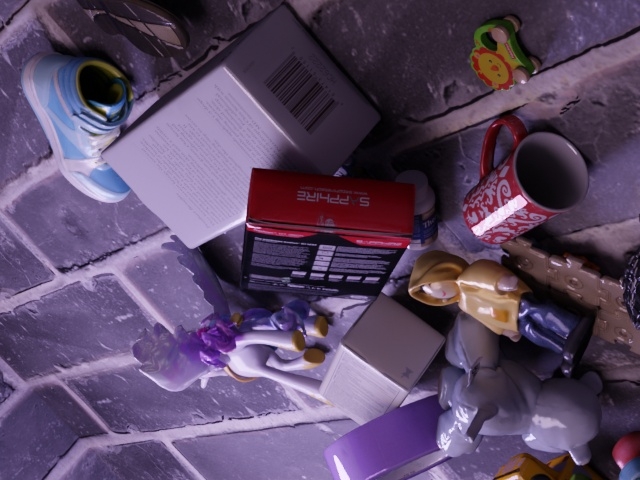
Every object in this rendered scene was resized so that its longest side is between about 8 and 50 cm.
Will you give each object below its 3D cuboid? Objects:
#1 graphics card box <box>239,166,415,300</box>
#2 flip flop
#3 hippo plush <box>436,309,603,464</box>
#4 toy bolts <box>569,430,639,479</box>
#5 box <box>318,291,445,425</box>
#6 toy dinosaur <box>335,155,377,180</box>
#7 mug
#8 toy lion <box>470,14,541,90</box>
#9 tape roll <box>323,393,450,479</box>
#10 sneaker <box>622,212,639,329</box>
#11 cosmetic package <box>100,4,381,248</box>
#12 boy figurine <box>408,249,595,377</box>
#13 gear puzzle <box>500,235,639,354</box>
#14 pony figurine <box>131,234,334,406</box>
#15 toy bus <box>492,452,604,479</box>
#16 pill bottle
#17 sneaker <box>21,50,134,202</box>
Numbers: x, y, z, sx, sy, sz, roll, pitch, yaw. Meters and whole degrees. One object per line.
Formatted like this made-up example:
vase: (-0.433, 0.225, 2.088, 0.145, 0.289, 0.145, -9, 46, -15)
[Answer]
graphics card box: (0.000, 0.000, 1.762, 0.233, 0.094, 0.371, 5, 162, -3)
flip flop: (-0.291, -0.363, 1.854, 0.277, 0.080, 0.112, 26, 153, 49)
hippo plush: (0.324, 0.231, 1.864, 0.237, 0.234, 0.294, 7, 164, -3)
toy bolts: (0.487, 0.442, 1.860, 0.218, 0.158, 0.228, 38, 110, -3)
box: (0.101, 0.223, 2.064, 0.148, 0.121, 0.311, 36, 157, 7)
toy dinosaur: (0.051, -0.102, 1.845, 0.090, 0.047, 0.082, 42, 168, -22)
mug: (0.273, -0.080, 1.608, 0.113, 0.150, 0.169, 8, 158, -18)
toy lion: (0.227, -0.236, 1.509, 0.096, 0.034, 0.100, 6, 135, 53)
tape roll: (0.147, 0.364, 2.087, 0.090, 0.275, 0.275, 66, 153, 18)
sneaker: (0.467, -0.001, 1.503, 0.108, 0.100, 0.271, -3, 131, -9)
cosmetic package: (-0.138, -0.162, 1.850, 0.230, 0.161, 0.453, 48, 147, -14)
boy figurine: (0.262, 0.091, 1.740, 0.285, 0.092, 0.177, 26, 157, 17)
gear puzzle: (0.416, 0.083, 1.689, 0.339, 0.044, 0.175, 24, 151, 26)
pony figurine: (-0.173, 0.190, 2.260, 0.364, 0.302, 0.351, 0, 141, 26)
toy bus: (0.462, 0.486, 2.050, 0.333, 0.130, 0.108, 42, 149, -2)
pill bottle: (0.143, -0.048, 1.788, 0.067, 0.067, 0.120, 21, 144, 28)
sneaker: (-0.393, -0.194, 2.111, 0.208, 0.127, 0.319, 7, 136, 43)
